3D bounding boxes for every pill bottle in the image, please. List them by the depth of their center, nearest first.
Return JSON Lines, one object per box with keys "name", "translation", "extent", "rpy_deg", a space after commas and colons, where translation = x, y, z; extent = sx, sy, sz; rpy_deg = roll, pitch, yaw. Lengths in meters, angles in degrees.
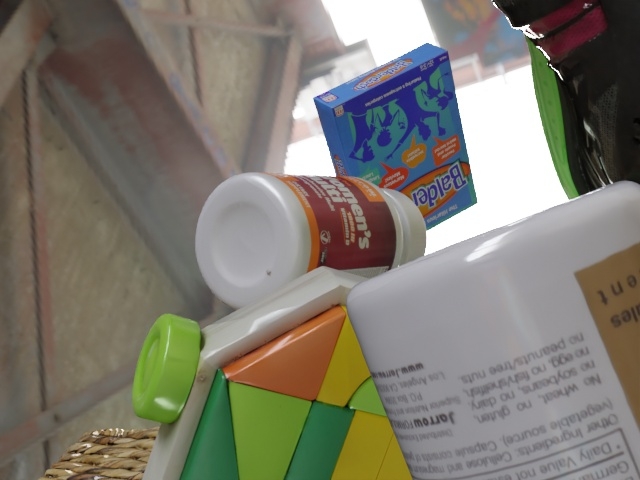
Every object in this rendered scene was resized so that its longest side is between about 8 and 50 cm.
{"name": "pill bottle", "translation": [0.110, 0.103, 0.426], "extent": [0.229, 0.131, 0.131], "rpy_deg": [68, -162, 2]}
{"name": "pill bottle", "translation": [0.000, 0.000, 0.970], "extent": [0.221, 0.121, 0.121], "rpy_deg": [-3, -104, -54]}

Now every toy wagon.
{"name": "toy wagon", "translation": [0.000, 0.193, 0.598], "extent": [0.068, 0.267, 0.344], "rpy_deg": [-139, 67, -70]}

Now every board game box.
{"name": "board game box", "translation": [0.093, -0.102, 1.234], "extent": [0.047, 0.160, 0.210], "rpy_deg": [38, 152, 52]}

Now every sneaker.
{"name": "sneaker", "translation": [0.188, -0.163, 0.640], "extent": [0.483, 0.185, 0.202], "rpy_deg": [47, 173, -33]}

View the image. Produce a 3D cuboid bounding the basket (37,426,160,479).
{"name": "basket", "translation": [-0.129, 0.301, 0.915], "extent": [0.223, 0.299, 0.213], "rpy_deg": [-44, -60, -55]}
